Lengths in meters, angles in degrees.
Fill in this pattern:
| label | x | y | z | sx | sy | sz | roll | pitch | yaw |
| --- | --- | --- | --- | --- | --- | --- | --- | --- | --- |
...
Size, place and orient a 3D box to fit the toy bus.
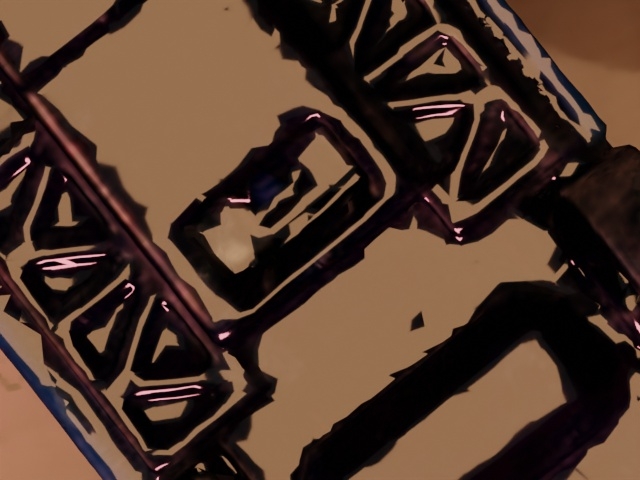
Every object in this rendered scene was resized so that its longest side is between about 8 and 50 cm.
| label | x | y | z | sx | sy | sz | roll | pitch | yaw |
| --- | --- | --- | --- | --- | --- | --- | --- | --- | --- |
| toy bus | 0.000 | 0.000 | 0.457 | 0.138 | 0.175 | 0.288 | -39 | 86 | 2 |
